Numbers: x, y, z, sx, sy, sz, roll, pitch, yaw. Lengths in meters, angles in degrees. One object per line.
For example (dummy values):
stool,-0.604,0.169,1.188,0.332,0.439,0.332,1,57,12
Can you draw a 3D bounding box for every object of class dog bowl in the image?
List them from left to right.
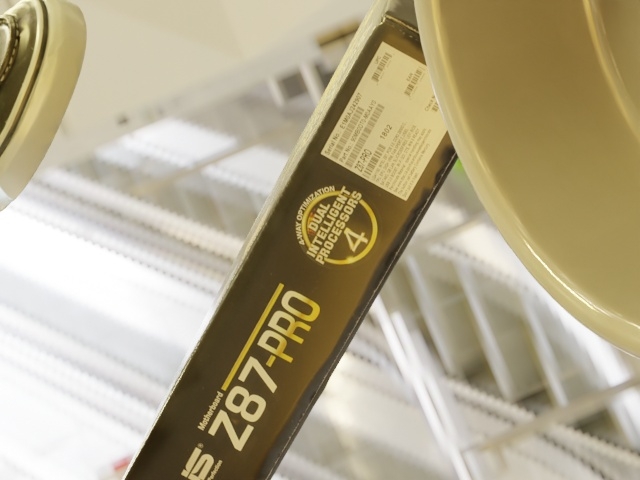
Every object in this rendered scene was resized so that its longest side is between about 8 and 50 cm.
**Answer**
dog bowl,0.161,-0.101,0.830,0.349,0.102,0.349,38,137,47

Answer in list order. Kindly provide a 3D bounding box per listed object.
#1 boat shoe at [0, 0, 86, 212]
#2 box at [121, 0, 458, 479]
boat shoe,-0.299,-0.060,1.398,0.119,0.335,0.121,25,-147,-36
box,0.000,0.000,1.352,0.097,0.395,0.318,29,-161,-1
